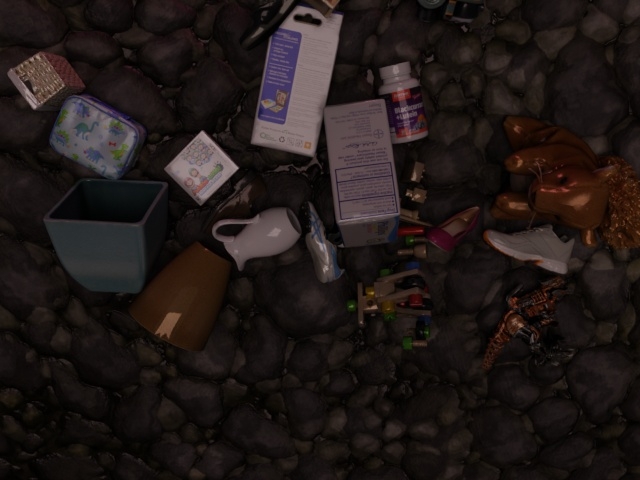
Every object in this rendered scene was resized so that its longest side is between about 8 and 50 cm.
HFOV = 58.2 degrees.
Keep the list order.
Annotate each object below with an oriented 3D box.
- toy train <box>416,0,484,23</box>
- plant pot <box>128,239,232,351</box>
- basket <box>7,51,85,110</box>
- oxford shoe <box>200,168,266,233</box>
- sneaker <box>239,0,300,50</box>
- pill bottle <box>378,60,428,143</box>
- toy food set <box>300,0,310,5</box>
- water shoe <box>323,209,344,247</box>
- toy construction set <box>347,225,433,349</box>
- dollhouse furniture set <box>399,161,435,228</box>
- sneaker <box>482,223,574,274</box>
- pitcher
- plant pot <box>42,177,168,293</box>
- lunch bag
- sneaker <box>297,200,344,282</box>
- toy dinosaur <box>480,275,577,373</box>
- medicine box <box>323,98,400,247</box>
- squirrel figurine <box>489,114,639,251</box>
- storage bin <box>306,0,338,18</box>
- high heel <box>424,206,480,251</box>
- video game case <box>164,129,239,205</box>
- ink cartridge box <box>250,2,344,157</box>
[{"bbox_3d":[0.331,-0.677,1.349,0.190,0.142,0.334,7,123,-7],"label":"toy train"},{"bbox_3d":[-0.358,0.137,1.594,0.237,0.237,0.254,33,90,-7],"label":"plant pot"},{"bbox_3d":[-0.691,-0.405,1.469,0.103,0.167,0.113,-32,102,5],"label":"basket"},{"bbox_3d":[-0.239,-0.085,1.586,0.227,0.083,0.096,-42,105,13],"label":"oxford shoe"},{"bbox_3d":[-0.140,-0.573,1.385,0.130,0.087,0.227,40,101,-5],"label":"sneaker"},{"bbox_3d":[0.208,-0.354,1.481,0.108,0.108,0.193,-13,105,5],"label":"pill bottle"},{"bbox_3d":[-0.017,-0.741,1.401,0.220,0.092,0.306,27,113,-6],"label":"toy food set"},{"bbox_3d":[0.081,-0.080,1.558,0.080,0.073,0.203,24,91,-28],"label":"water shoe"},{"bbox_3d":[0.176,0.119,1.572,0.237,0.257,0.308,-2,92,16],"label":"toy construction set"},{"bbox_3d":[0.273,-0.117,1.543,0.123,0.144,0.151,15,91,-7],"label":"dollhouse furniture set"},{"bbox_3d":[0.574,-0.001,1.586,0.262,0.099,0.121,18,98,-11],"label":"sneaker"},{"bbox_3d":[-0.173,-0.023,1.566,0.207,0.125,0.178,-26,136,14],"label":"pitcher"},{"bbox_3d":[-0.550,0.001,1.545,0.247,0.248,0.252,3,120,0],"label":"plant pot"},{"bbox_3d":[-0.589,-0.279,1.538,0.219,0.090,0.176,28,106,-6],"label":"lunch bag"},{"bbox_3d":[0.000,0.000,1.612,0.086,0.085,0.237,-23,99,-27],"label":"sneaker"},{"bbox_3d":[0.593,0.249,1.644,0.218,0.164,0.322,44,121,5],"label":"toy dinosaur"},{"bbox_3d":[0.104,-0.154,1.411,0.149,0.263,0.289,-6,77,5],"label":"medicine box"},{"bbox_3d":[0.635,-0.125,1.396,0.397,0.370,0.281,11,105,-1],"label":"squirrel figurine"},{"bbox_3d":[-0.007,-0.688,1.275,0.262,0.123,0.260,36,92,-9],"label":"storage bin"},{"bbox_3d":[0.353,-0.038,1.507,0.082,0.244,0.117,41,112,26],"label":"high heel"},{"bbox_3d":[-0.327,-0.199,1.588,0.157,0.019,0.143,-42,100,12],"label":"video game case"},{"bbox_3d":[-0.062,-0.415,1.496,0.176,0.069,0.370,12,108,0],"label":"ink cartridge box"}]
